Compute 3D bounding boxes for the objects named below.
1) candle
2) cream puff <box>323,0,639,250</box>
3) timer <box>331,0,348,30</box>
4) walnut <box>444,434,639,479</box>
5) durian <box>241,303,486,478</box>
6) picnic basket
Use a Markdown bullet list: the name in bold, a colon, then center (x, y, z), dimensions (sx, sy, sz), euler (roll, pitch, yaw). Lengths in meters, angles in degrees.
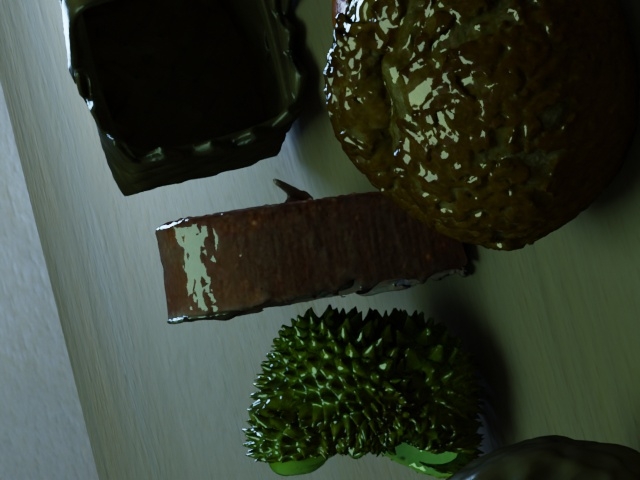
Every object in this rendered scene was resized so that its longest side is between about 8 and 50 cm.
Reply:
- **candle**: center (0.000, 0.000, 1.941), dimensions (0.287, 0.317, 0.131), euler (-8, 90, 28)
- **cream puff**: center (0.116, -0.132, 1.621), dimensions (0.303, 0.212, 0.303), euler (33, 129, 55)
- **timer**: center (0.060, -0.212, 1.880), dimensions (0.136, 0.099, 0.136), euler (-179, 90, -75)
- **walnut**: center (0.194, 0.286, 1.564), dimensions (0.227, 0.273, 0.273), euler (-143, 45, -58)
- **durian**: center (0.049, 0.150, 1.924), dimensions (0.200, 0.237, 0.176), euler (-28, -54, -70)
- **picnic basket**: center (-0.154, -0.223, 2.180), dimensions (0.321, 0.254, 0.291), euler (106, 147, -69)
